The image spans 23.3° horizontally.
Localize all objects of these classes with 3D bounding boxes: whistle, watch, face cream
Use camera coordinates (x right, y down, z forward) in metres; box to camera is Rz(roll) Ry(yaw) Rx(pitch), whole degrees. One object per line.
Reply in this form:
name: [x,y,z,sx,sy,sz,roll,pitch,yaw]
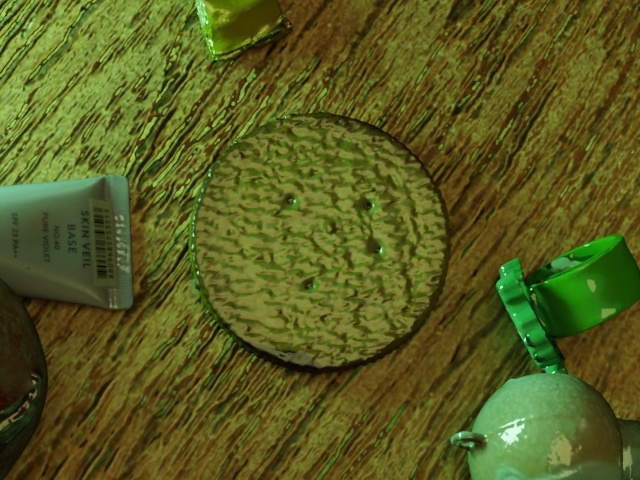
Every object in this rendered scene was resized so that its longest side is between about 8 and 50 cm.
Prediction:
whistle: [0.299,0.247,1.654,0.347,0.189,0.189,10,75,-18]
watch: [0.283,0.064,1.696,0.152,0.165,0.131,-25,92,6]
face cream: [-0.338,0.001,1.677,0.273,0.096,0.154,0,74,-21]

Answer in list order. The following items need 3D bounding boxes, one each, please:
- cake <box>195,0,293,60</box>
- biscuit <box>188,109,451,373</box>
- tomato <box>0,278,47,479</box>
cake: [-0.099,-0.306,1.782,0.116,0.080,0.185,-10,74,-7]
biscuit: [0.000,0.000,1.739,0.305,0.038,0.305,2,77,-8]
tomato: [-0.425,0.147,1.506,0.316,0.317,0.282,-35,54,-14]
